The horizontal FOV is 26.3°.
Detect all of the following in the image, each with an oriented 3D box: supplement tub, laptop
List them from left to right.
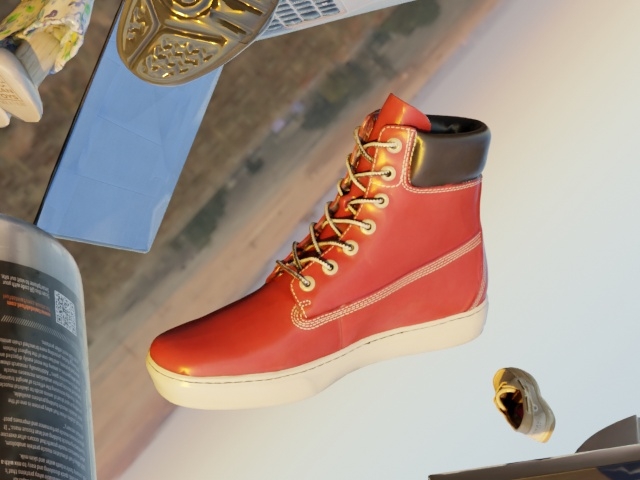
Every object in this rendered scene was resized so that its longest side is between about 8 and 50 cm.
[{"bbox_3d":[-0.252,0.153,0.942,0.193,0.194,0.316,-47,-137,42],"label":"supplement tub"},{"bbox_3d":[-0.065,-0.154,1.413,0.408,0.236,0.382,-13,175,8],"label":"laptop"}]

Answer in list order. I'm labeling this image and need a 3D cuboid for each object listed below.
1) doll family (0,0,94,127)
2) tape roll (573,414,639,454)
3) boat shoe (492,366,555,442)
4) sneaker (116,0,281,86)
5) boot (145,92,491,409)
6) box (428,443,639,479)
[{"bbox_3d":[-0.122,-0.122,0.532,0.263,0.118,0.163,1,-126,45],"label":"doll family"},{"bbox_3d":[0.416,0.361,1.677,0.246,0.246,0.169,-47,-169,27],"label":"tape roll"},{"bbox_3d":[0.279,0.227,1.960,0.063,0.059,0.170,-67,-158,15],"label":"boat shoe"},{"bbox_3d":[-0.047,-0.198,0.877,0.227,0.087,0.130,-59,-175,7],"label":"sneaker"},{"bbox_3d":[0.000,0.000,0.858,0.244,0.088,0.176,-16,121,-26],"label":"boot"},{"bbox_3d":[0.256,0.321,1.422,0.261,0.184,0.103,-9,178,1],"label":"box"}]
